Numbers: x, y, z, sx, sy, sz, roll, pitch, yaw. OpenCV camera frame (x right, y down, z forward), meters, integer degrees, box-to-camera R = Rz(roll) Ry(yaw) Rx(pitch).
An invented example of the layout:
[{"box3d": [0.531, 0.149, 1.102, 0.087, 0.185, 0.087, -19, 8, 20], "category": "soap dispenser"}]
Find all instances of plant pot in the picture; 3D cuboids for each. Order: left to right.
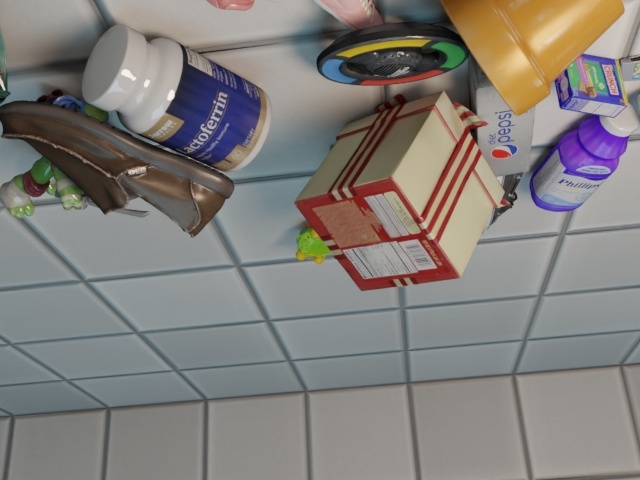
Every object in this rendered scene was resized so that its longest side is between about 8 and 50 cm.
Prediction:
[{"box3d": [0.292, -0.306, 1.036, 0.188, 0.205, 0.205, -33, 144, 20], "category": "plant pot"}]

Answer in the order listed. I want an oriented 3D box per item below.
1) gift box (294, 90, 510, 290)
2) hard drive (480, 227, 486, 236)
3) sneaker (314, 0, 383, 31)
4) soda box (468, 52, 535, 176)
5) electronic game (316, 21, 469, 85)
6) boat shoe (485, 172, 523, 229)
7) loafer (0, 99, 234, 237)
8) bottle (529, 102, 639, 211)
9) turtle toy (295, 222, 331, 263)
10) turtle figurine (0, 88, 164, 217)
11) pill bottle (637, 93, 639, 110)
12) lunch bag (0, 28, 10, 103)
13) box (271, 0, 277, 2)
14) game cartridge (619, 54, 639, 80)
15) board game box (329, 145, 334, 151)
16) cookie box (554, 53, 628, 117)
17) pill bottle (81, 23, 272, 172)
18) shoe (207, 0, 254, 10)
[{"box3d": [0.162, -0.082, 1.297, 0.276, 0.258, 0.255, -7, 129, 40], "category": "gift box"}, {"box3d": [0.229, -0.018, 1.603, 0.203, 0.040, 0.307, -7, 180, 7], "category": "hard drive"}, {"box3d": [0.054, -0.338, 1.078, 0.134, 0.051, 0.070, 23, 149, -35], "category": "sneaker"}, {"box3d": [0.307, -0.217, 1.307, 0.098, 0.091, 0.286, -9, 153, 9], "category": "soda box"}, {"box3d": [0.108, -0.272, 1.150, 0.229, 0.048, 0.229, -5, 175, 0], "category": "electronic game"}, {"box3d": [0.372, -0.094, 1.589, 0.076, 0.080, 0.228, -1, 146, 0], "category": "boat shoe"}, {"box3d": [-0.316, -0.103, 1.162, 0.365, 0.130, 0.134, 22, 179, -13], "category": "loafer"}, {"box3d": [0.500, -0.155, 1.450, 0.118, 0.092, 0.283, 3, 153, -10], "category": "bottle"}, {"box3d": [0.000, 0.000, 1.735, 0.130, 0.066, 0.095, 13, 126, -34], "category": "turtle toy"}, {"box3d": [-0.406, -0.109, 1.327, 0.266, 0.198, 0.274, -23, 144, 37], "category": "turtle figurine"}, {"box3d": [0.644, -0.232, 1.295, 0.180, 0.108, 0.108, -20, 149, 31], "category": "pill bottle"}, {"box3d": [-0.554, -0.267, 1.043, 0.223, 0.160, 0.262, 0, 165, -14], "category": "lunch bag"}, {"box3d": [-0.085, -0.369, 0.945, 0.101, 0.102, 0.087, 9, 149, -25], "category": "box"}, {"box3d": [0.539, -0.289, 1.274, 0.083, 0.017, 0.056, -8, 157, 10], "category": "game cartridge"}, {"box3d": [0.174, -0.119, 1.541, 0.317, 0.046, 0.213, -2, 154, -2], "category": "board game box"}, {"box3d": [0.438, -0.254, 1.247, 0.107, 0.092, 0.040, 5, 156, -18], "category": "cookie box"}, {"box3d": [-0.217, -0.217, 1.179, 0.264, 0.153, 0.153, 22, 144, -40], "category": "pill bottle"}, {"box3d": [-0.156, -0.355, 1.007, 0.178, 0.064, 0.081, 6, 148, -27], "category": "shoe"}]
